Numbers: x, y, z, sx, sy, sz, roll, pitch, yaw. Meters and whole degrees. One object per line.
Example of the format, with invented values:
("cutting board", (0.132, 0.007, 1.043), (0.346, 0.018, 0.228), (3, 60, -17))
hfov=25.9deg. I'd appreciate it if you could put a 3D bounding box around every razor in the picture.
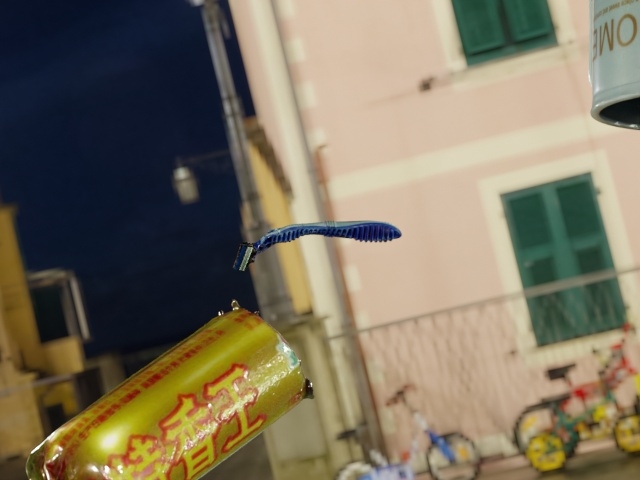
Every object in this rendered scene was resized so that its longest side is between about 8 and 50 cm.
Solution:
("razor", (-0.002, -0.004, 1.238), (0.155, 0.028, 0.044), (-8, -29, -18))

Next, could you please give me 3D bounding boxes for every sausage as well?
("sausage", (-0.155, 0.176, 1.296), (0.317, 0.125, 0.117), (-33, -1, -39))

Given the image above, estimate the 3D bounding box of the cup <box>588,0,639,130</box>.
("cup", (0.418, -0.284, 1.496), (0.257, 0.311, 0.331), (0, -5, 10))
